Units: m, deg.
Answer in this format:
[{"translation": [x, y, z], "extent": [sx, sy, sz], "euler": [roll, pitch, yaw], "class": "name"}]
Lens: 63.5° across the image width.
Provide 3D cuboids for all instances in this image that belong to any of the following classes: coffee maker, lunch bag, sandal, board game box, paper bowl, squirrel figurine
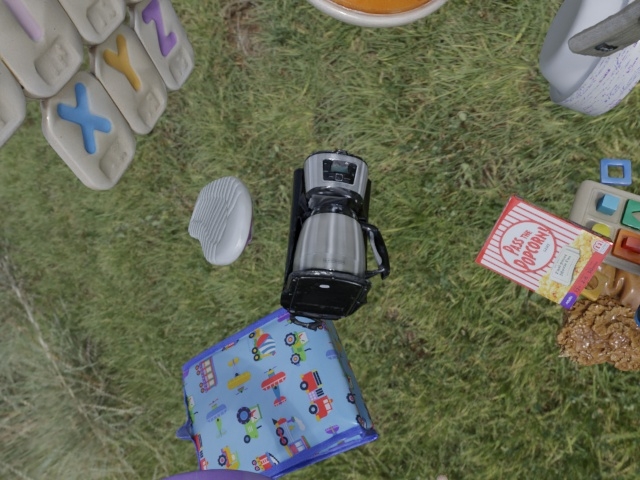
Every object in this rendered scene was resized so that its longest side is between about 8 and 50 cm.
[{"translation": [0.000, 0.000, 0.661], "extent": [0.171, 0.120, 0.178], "euler": [-36, 41, 48], "class": "coffee maker"}, {"translation": [-0.093, 0.253, 0.807], "extent": [0.293, 0.138, 0.221], "euler": [-25, 62, 4], "class": "lunch bag"}, {"translation": [-0.186, -0.048, 1.078], "extent": [0.416, 0.102, 0.170], "euler": [27, 100, 65], "class": "sandal"}, {"translation": [0.414, 0.018, 0.973], "extent": [0.193, 0.045, 0.147], "euler": [27, 113, 13], "class": "board game box"}, {"translation": [0.553, -0.408, 1.041], "extent": [0.148, 0.284, 0.284], "euler": [19, 120, 0], "class": "paper bowl"}, {"translation": [0.784, 0.149, 1.405], "extent": [0.370, 0.397, 0.281], "euler": [29, 159, -14], "class": "squirrel figurine"}]

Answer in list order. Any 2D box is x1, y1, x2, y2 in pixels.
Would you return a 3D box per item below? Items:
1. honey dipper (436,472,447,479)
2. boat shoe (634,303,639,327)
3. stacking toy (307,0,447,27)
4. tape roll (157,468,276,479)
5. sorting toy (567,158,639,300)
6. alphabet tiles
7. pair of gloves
[{"translation": [0.166, 0.452, 0.831], "extent": [0.030, 0.030, 0.161], "euler": [21, 83, 28], "class": "honey dipper"}, {"translation": [0.659, 0.085, 0.941], "extent": [0.109, 0.258, 0.089], "euler": [36, 141, 5], "class": "boat shoe"}, {"translation": [0.109, -0.551, 0.676], "extent": [0.351, 0.350, 0.480], "euler": [58, 170, 4], "class": "stacking toy"}, {"translation": [-0.133, 0.383, 0.562], "extent": [0.090, 0.274, 0.275], "euler": [-122, 35, -61], "class": "tape roll"}, {"translation": [0.641, -0.032, 1.112], "extent": [0.195, 0.047, 0.348], "euler": [20, 73, 18], "class": "sorting toy"}, {"translation": [-0.158, -0.179, 0.287], "extent": [0.021, 0.284, 0.278], "euler": [-2, 138, 21], "class": "alphabet tiles"}, {"translation": [0.404, -0.236, 0.514], "extent": [0.204, 0.240, 0.042], "euler": [171, 91, -66], "class": "pair of gloves"}]
